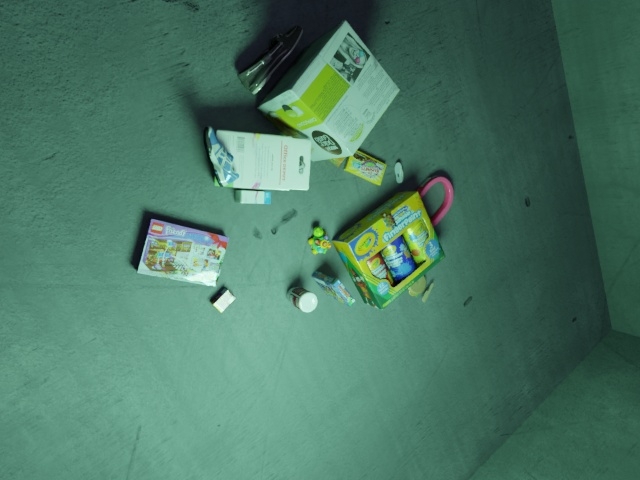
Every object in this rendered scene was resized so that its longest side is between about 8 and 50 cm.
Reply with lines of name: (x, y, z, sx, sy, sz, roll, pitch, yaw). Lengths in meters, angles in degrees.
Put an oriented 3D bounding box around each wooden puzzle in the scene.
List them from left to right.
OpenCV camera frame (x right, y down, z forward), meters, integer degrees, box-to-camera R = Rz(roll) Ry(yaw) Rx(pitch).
wooden puzzle: (0.302, -0.085, 1.782, 0.049, 0.006, 0.083, -35, 104, -20)

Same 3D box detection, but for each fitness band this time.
fitness band: (0.570, -0.197, 2.064, 0.291, 0.054, 0.209, -47, 115, -14)

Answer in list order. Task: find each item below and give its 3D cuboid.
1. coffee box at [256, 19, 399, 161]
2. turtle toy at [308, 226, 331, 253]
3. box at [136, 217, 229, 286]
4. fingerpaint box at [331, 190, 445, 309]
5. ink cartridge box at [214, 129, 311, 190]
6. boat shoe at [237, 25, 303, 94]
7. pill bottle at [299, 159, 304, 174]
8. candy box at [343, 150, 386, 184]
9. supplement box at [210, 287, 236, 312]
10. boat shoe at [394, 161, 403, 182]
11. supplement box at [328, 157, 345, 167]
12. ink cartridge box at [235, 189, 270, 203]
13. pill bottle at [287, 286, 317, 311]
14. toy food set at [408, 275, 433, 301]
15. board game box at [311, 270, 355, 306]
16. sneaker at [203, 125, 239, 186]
coffee box: (0.025, -0.547, 1.566, 0.334, 0.337, 0.338, 40, 77, -26)
turtle toy: (0.000, 0.000, 1.776, 0.095, 0.066, 0.130, -29, 109, -22)
box: (-0.511, 0.049, 1.513, 0.293, 0.057, 0.201, 16, 90, -29)
fingerpaint box: (0.332, 0.038, 1.899, 0.444, 0.163, 0.372, -35, 109, -20)
ink cartridge box: (-0.221, -0.298, 1.546, 0.352, 0.119, 0.208, 3, 96, -13)
boat shoe: (-0.191, -0.722, 1.558, 0.095, 0.112, 0.335, 39, 81, -31)
pill bottle: (-0.128, -0.285, 1.671, 0.120, 0.067, 0.067, -24, 107, -23)
candy box: (0.209, -0.339, 1.867, 0.205, 0.027, 0.105, 18, 90, -28)
supplement box: (-0.388, 0.238, 1.611, 0.083, 0.043, 0.055, -45, 114, -15)
boat shoe: (0.386, -0.330, 1.964, 0.035, 0.035, 0.100, -20, 103, -53)
supplement box: (0.122, -0.436, 1.772, 0.078, 0.080, 0.233, 39, 76, -2)
ink cartridge box: (-0.269, -0.172, 1.597, 0.122, 0.088, 0.052, -2, 98, -28)
pill bottle: (-0.082, 0.246, 1.714, 0.085, 0.152, 0.086, -4, 98, -28)
toy food set: (0.489, 0.220, 2.087, 0.192, 0.038, 0.133, 39, 73, -15)
board game box: (0.053, 0.207, 1.754, 0.035, 0.201, 0.136, -45, 115, -16)
sneaker: (-0.353, -0.299, 1.421, 0.081, 0.080, 0.212, -21, 110, -15)
